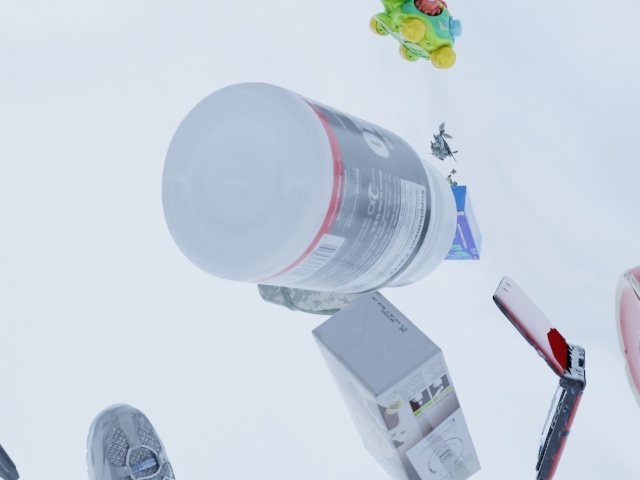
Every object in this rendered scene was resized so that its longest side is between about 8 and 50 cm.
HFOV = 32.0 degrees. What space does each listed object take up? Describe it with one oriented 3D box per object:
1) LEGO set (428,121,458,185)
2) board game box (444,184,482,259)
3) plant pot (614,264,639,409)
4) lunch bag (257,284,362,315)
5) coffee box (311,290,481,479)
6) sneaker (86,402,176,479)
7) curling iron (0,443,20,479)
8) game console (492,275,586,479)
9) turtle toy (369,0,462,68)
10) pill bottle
[{"bbox_3d":[0.154,-0.107,1.421,0.054,0.023,0.083,-9,97,67],"label":"LEGO set"},{"bbox_3d":[0.132,-0.024,1.718,0.210,0.160,0.047,0,62,18],"label":"board game box"},{"bbox_3d":[0.512,0.113,1.388,0.243,0.275,0.275,-10,89,0],"label":"plant pot"},{"bbox_3d":[0.000,0.000,2.337,0.256,0.212,0.305,13,118,45],"label":"lunch bag"},{"bbox_3d":[0.114,0.235,1.618,0.168,0.119,0.297,42,162,45],"label":"coffee box"},{"bbox_3d":[-0.193,0.327,1.356,0.115,0.105,0.281,-16,95,50],"label":"sneaker"},{"bbox_3d":[-0.369,0.142,1.055,0.035,0.068,0.274,-17,126,16],"label":"curling iron"},{"bbox_3d":[0.161,0.105,0.875,0.085,0.144,0.124,19,99,11],"label":"game console"},{"bbox_3d":[0.099,-0.239,1.192,0.066,0.130,0.095,-55,31,-2],"label":"turtle toy"},{"bbox_3d":[0.004,-0.035,0.995,0.161,0.283,0.161,-4,83,30],"label":"pill bottle"}]
